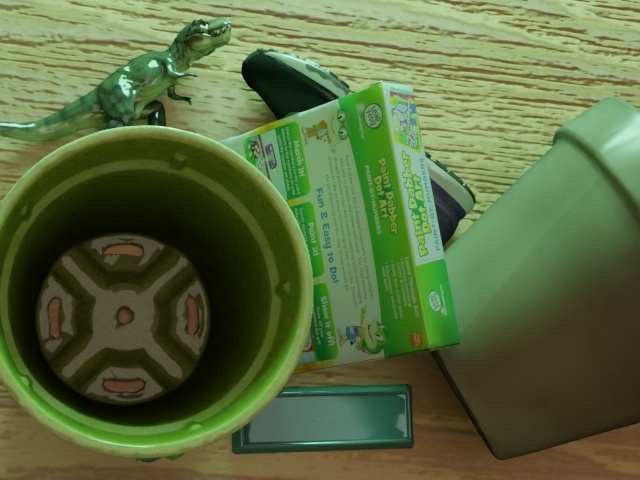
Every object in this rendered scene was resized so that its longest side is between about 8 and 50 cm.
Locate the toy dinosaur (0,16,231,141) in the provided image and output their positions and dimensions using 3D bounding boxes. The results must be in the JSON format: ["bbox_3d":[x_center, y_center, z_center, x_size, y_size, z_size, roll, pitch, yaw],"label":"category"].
[{"bbox_3d":[-0.193,-0.127,1.287,0.268,0.064,0.118,-29,82,-14],"label":"toy dinosaur"}]

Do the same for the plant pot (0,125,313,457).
[{"bbox_3d":[-0.169,0.060,1.160,0.276,0.254,0.276,2,80,-13],"label":"plant pot"}]

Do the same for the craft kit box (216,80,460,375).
[{"bbox_3d":[0.000,0.000,1.225,0.061,0.247,0.249,-3,81,-48],"label":"craft kit box"}]

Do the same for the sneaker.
[{"bbox_3d":[0.018,-0.077,1.307,0.283,0.107,0.124,38,81,-5],"label":"sneaker"}]

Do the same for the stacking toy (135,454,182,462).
[{"bbox_3d":[-0.183,0.266,1.081,0.221,0.052,0.167,-18,54,-23],"label":"stacking toy"}]

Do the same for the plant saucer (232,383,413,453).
[{"bbox_3d":[0.005,0.182,1.305,0.192,0.018,0.067,0,81,-12],"label":"plant saucer"}]

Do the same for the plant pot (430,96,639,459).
[{"bbox_3d":[0.245,0.064,1.254,0.280,0.323,0.323,-30,89,0],"label":"plant pot"}]
